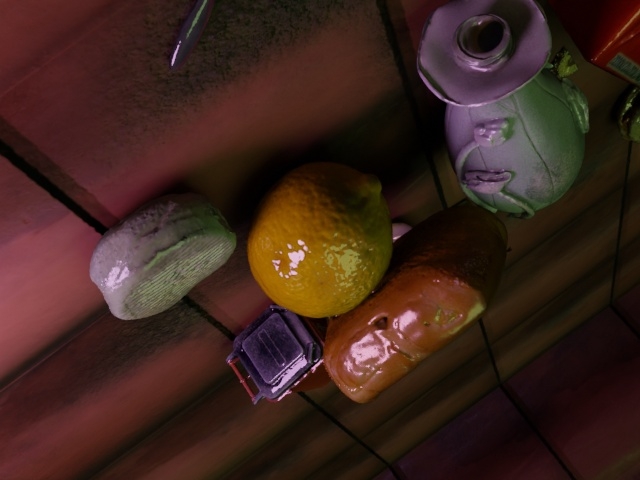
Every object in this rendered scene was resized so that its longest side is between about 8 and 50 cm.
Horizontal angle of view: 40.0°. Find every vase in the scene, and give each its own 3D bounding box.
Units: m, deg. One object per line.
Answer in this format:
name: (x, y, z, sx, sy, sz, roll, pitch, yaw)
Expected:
vase: (0.290, -0.203, 1.386, 0.250, 0.250, 0.445, -38, 152, 4)

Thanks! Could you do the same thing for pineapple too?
pineapple: (0.445, -0.321, 1.613, 0.045, 0.019, 0.083, -49, 150, 11)

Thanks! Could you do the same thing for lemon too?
lemon: (0.003, -0.007, 1.368, 0.228, 0.228, 0.254, -11, 133, -40)

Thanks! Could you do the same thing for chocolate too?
chocolate: (0.582, -0.431, 1.443, 0.360, 0.161, 0.341, 4, 133, -51)

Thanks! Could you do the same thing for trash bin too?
trash bin: (-0.050, 0.229, 1.755, 0.184, 0.161, 0.238, -43, 156, 12)

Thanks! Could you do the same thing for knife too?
knife: (-0.124, -0.297, 0.998, 0.035, 0.018, 0.247, -2, 135, -43)

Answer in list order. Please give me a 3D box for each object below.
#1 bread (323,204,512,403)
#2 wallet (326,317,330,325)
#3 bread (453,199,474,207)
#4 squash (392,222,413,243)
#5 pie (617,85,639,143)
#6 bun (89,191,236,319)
bread: (0.156, 0.080, 1.469, 0.328, 0.148, 0.337, -44, -173, 33)
wallet: (0.079, 0.127, 1.784, 0.182, 0.124, 0.032, -10, 170, -39)
bread: (0.284, -0.034, 1.855, 0.090, 0.035, 0.094, -31, 152, -10)
squash: (0.174, 0.038, 1.754, 0.123, 0.123, 0.186, -41, 155, 10)
pie: (0.732, -0.300, 1.903, 0.178, 0.084, 0.205, 3, 130, -51)
bun: (-0.234, 0.017, 1.263, 0.221, 0.108, 0.221, -33, 161, -13)
